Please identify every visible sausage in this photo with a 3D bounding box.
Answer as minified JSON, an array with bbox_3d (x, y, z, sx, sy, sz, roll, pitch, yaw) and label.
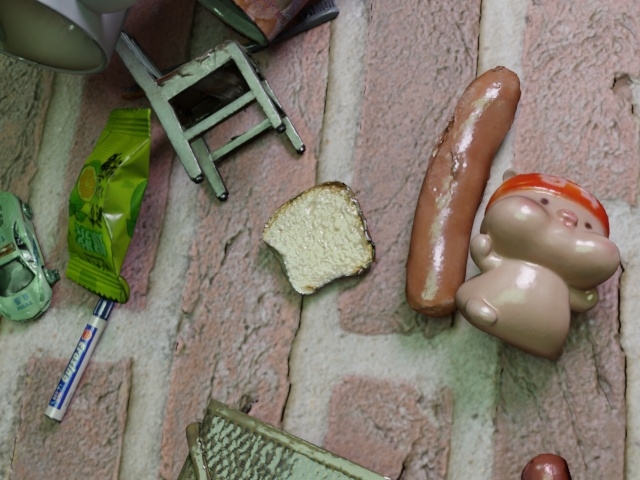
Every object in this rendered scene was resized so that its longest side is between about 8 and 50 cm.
[{"bbox_3d":[0.167,-0.064,1.326,0.087,0.079,0.327,10,75,28],"label":"sausage"},{"bbox_3d":[0.254,0.283,1.212,0.054,0.059,0.094,-16,73,15],"label":"sausage"}]

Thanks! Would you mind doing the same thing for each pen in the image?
[{"bbox_3d":[-0.303,0.137,1.412,0.025,0.025,0.204,20,80,19],"label":"pen"}]

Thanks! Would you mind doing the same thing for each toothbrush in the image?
[{"bbox_3d":[-0.125,-0.255,1.485,0.321,0.023,0.031,-23,63,6],"label":"toothbrush"}]

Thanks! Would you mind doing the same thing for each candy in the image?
[{"bbox_3d":[-0.271,-0.052,1.389,0.149,0.069,0.246,17,93,51],"label":"candy"}]

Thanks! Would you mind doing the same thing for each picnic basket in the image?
[{"bbox_3d":[-0.028,0.294,1.223,0.266,0.165,0.139,21,79,18],"label":"picnic basket"}]

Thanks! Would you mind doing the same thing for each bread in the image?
[{"bbox_3d":[0.000,0.000,1.370,0.129,0.044,0.126,-26,77,3],"label":"bread"}]

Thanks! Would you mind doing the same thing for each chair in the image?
[{"bbox_3d":[-0.150,-0.204,1.401,0.147,0.136,0.270,-32,76,5],"label":"chair"}]

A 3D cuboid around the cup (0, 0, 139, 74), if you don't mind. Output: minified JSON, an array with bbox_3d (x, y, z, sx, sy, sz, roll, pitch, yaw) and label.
[{"bbox_3d":[-0.272,-0.388,1.262,0.322,0.237,0.327,8,73,38],"label":"cup"}]

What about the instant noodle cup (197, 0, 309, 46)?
[{"bbox_3d":[-0.072,-0.398,1.399,0.243,0.243,0.231,38,87,21],"label":"instant noodle cup"}]

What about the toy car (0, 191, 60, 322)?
[{"bbox_3d":[-0.414,0.019,1.458,0.093,0.058,0.186,-26,69,4],"label":"toy car"}]

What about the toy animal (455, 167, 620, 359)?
[{"bbox_3d":[0.246,0.024,1.243,0.171,0.171,0.198,20,83,19],"label":"toy animal"}]
